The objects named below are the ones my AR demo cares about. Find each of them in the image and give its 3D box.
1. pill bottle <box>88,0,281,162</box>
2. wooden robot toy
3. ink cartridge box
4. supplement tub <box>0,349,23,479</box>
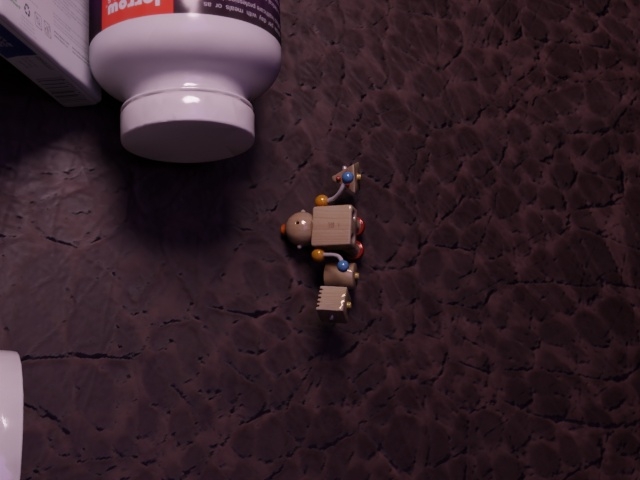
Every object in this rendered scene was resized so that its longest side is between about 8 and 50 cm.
[{"bbox_3d":[-0.130,-0.247,1.060,0.181,0.181,0.323,3,75,-21],"label":"pill bottle"},{"bbox_3d":[0.000,0.000,1.127,0.079,0.076,0.173,0,74,14],"label":"wooden robot toy"},{"bbox_3d":[-0.259,-0.261,1.000,0.045,0.223,0.224,-5,76,11],"label":"ink cartridge box"},{"bbox_3d":[-0.398,0.171,0.815,0.325,0.235,0.235,6,74,-21],"label":"supplement tub"}]
